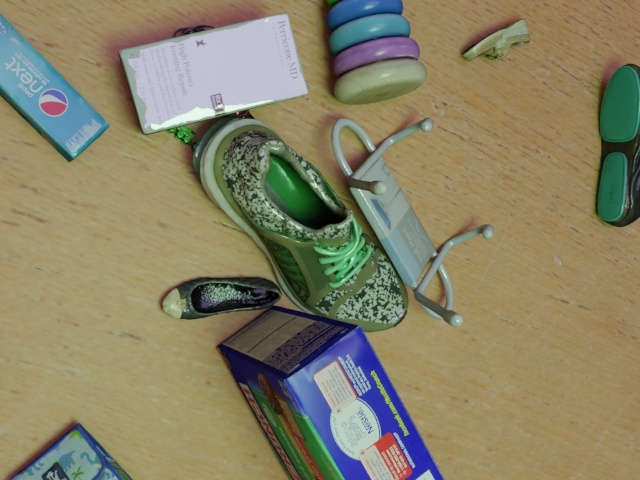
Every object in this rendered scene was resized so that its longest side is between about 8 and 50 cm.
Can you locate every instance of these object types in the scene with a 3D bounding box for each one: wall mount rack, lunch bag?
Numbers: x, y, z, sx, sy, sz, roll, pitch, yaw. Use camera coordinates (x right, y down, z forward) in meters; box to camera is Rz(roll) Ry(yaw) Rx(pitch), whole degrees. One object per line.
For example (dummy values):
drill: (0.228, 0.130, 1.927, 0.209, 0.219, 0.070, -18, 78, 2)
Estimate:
wall mount rack: (0.134, -0.026, 1.168, 0.350, 0.130, 0.304, 58, 33, -13)
lunch bag: (-0.318, 0.337, 1.066, 0.129, 0.096, 0.151, -41, 90, -15)

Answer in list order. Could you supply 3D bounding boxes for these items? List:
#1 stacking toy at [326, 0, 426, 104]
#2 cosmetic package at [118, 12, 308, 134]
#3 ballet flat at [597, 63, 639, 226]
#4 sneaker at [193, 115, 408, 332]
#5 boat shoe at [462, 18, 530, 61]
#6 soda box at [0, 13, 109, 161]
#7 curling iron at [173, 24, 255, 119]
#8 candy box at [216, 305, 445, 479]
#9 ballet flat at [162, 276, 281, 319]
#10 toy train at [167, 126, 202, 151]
stacking toy: (0.056, -0.377, 1.210, 0.141, 0.141, 0.330, -11, 87, -22)
cosmetic package: (-0.144, -0.225, 1.102, 0.231, 0.085, 0.117, -17, 100, -10)
ballet flat: (0.541, -0.164, 1.426, 0.096, 0.095, 0.281, -1, 101, -32)
sneaker: (0.000, 0.000, 1.135, 0.410, 0.182, 0.158, 45, 77, -25)
boat shoe: (0.294, -0.321, 1.338, 0.135, 0.050, 0.045, -30, 96, -20)
soda box: (-0.374, -0.200, 1.048, 0.067, 0.071, 0.210, -47, 106, -15)
curling iron: (-0.114, -0.196, 1.176, 0.068, 0.035, 0.274, -41, 104, -18)
candy box: (0.006, 0.236, 1.074, 0.122, 0.317, 0.268, -32, 101, -18)
ballet flat: (-0.139, 0.078, 1.158, 0.173, 0.049, 0.058, -7, 92, -22)
toy train: (-0.191, -0.149, 1.155, 0.083, 0.017, 0.024, 38, 67, -18)
